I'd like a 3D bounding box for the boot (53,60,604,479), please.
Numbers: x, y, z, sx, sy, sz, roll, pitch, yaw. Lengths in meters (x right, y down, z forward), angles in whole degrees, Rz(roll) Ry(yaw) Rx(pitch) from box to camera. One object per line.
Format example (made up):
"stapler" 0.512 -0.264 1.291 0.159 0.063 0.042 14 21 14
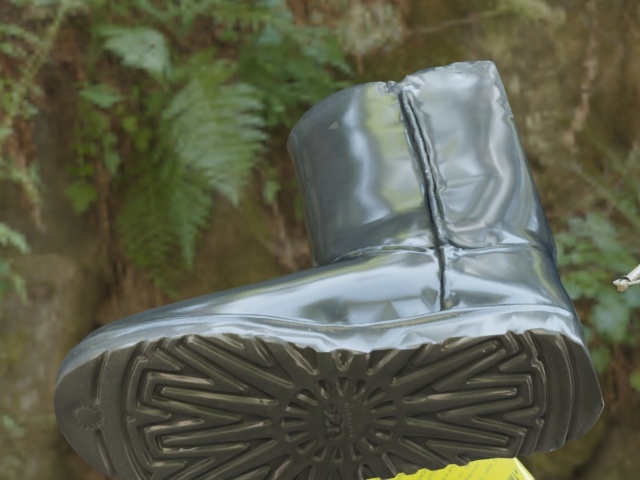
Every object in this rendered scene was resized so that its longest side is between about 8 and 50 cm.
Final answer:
"boot" 0.002 0.000 1.104 0.367 0.146 0.445 -1 33 -1

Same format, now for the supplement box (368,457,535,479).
"supplement box" 0.041 0.238 1.567 0.195 0.356 0.194 -37 4 47

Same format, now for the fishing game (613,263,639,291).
"fishing game" 0.360 -0.013 1.084 0.264 0.041 0.189 -11 16 45
